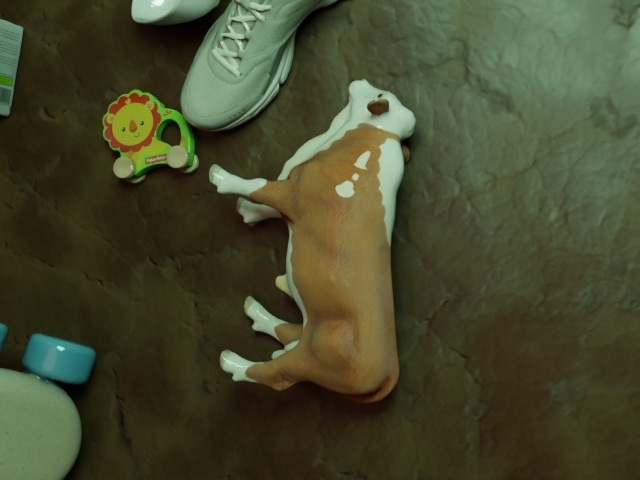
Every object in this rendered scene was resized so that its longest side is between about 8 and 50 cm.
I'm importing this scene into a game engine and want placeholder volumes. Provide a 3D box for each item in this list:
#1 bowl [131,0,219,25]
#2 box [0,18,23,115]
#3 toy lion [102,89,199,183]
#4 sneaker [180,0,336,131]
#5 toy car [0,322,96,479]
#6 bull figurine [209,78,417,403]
[{"bbox_3d":[-0.133,-0.279,0.920,0.142,0.053,0.142,16,93,59],"label":"bowl"},{"bbox_3d":[-0.449,-0.205,1.011,0.203,0.114,0.103,10,93,18],"label":"box"},{"bbox_3d":[-0.181,-0.113,0.973,0.100,0.034,0.096,-9,80,17],"label":"toy lion"},{"bbox_3d":[-0.061,-0.221,0.886,0.099,0.121,0.262,41,101,14],"label":"sneaker"},{"bbox_3d":[-0.393,0.183,0.983,0.238,0.210,0.219,9,78,46],"label":"toy car"},{"bbox_3d":[0.000,0.000,0.879,0.188,0.101,0.310,-2,87,21],"label":"bull figurine"}]
